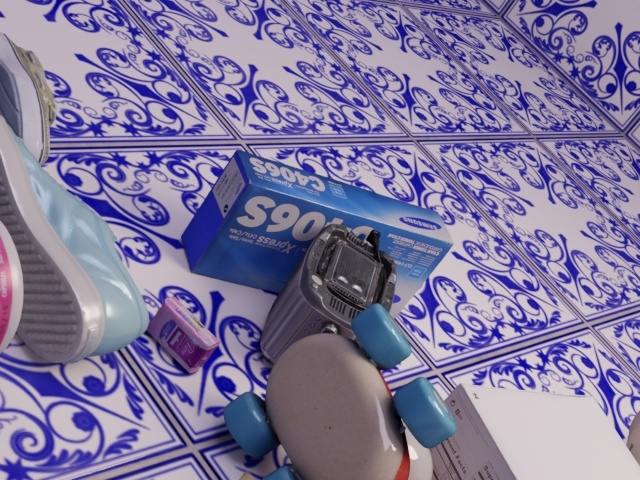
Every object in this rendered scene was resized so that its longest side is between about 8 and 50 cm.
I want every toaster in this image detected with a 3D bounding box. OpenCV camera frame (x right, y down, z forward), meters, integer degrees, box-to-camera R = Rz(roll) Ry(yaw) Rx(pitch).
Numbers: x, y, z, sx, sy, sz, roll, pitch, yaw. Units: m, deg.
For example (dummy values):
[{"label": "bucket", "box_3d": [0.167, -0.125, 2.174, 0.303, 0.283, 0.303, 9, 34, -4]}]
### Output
[{"label": "toaster", "box_3d": [0.009, 0.084, 1.484, 0.129, 0.146, 0.227, 32, 32, -9]}]

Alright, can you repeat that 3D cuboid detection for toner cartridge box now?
[{"label": "toner cartridge box", "box_3d": [0.000, 0.000, 1.585, 0.348, 0.165, 0.075, 15, 36, -33]}]

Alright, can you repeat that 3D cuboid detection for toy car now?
[{"label": "toy car", "box_3d": [0.052, 0.233, 1.318, 0.238, 0.219, 0.210, 47, 10, -52]}]

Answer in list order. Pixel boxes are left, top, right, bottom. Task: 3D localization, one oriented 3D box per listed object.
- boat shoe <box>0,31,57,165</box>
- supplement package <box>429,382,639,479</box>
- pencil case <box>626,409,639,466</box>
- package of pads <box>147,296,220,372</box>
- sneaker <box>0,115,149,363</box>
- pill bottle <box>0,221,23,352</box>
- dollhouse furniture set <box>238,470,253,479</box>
[{"label": "boat shoe", "box_3d": [-0.393, -0.187, 1.502, 0.094, 0.109, 0.302, 15, 32, -37]}, {"label": "supplement package", "box_3d": [0.270, 0.308, 1.438, 0.262, 0.145, 0.204, 10, 38, -38]}, {"label": "pencil case", "box_3d": [0.526, 0.375, 1.574, 0.160, 0.183, 0.410, 46, 25, -17]}, {"label": "package of pads", "box_3d": [-0.165, 0.112, 1.358, 0.083, 0.050, 0.032, 43, 24, 13]}, {"label": "sneaker", "box_3d": [-0.322, -0.013, 1.315, 0.150, 0.135, 0.366, 1, 52, -57]}, {"label": "pill bottle", "box_3d": [-0.434, 0.049, 1.050, 0.283, 0.160, 0.160, -4, 48, -49]}, {"label": "dollhouse furniture set", "box_3d": [-0.056, 0.367, 1.058, 0.212, 0.161, 0.242, 38, 7, 4]}]
